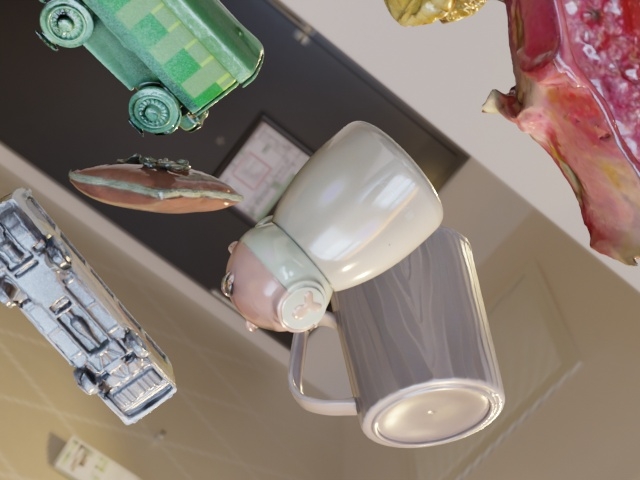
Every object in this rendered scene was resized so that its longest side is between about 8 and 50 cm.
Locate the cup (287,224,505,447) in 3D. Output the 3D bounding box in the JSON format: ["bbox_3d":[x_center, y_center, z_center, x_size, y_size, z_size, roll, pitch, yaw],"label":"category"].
[{"bbox_3d":[0.104,0.133,1.297,0.208,0.288,0.273,113,-26,-48],"label":"cup"}]

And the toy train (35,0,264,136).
[{"bbox_3d":[-0.230,-0.281,1.204,0.202,0.301,0.120,-34,-152,22],"label":"toy train"}]

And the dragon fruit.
[{"bbox_3d":[0.132,-0.123,0.401,0.126,0.161,0.274,-1,-114,61],"label":"dragon fruit"}]

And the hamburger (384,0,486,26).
[{"bbox_3d":[0.102,-0.269,0.833,0.083,0.147,0.138,-21,-174,-18],"label":"hamburger"}]

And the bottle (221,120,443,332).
[{"bbox_3d":[0.000,0.000,0.957,0.236,0.147,0.147,-42,-169,-7],"label":"bottle"}]

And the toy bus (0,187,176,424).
[{"bbox_3d":[-0.317,0.085,1.183,0.097,0.343,0.138,-35,-159,1],"label":"toy bus"}]

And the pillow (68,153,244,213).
[{"bbox_3d":[-0.219,-0.075,1.222,0.179,0.171,0.075,9,-86,34],"label":"pillow"}]
